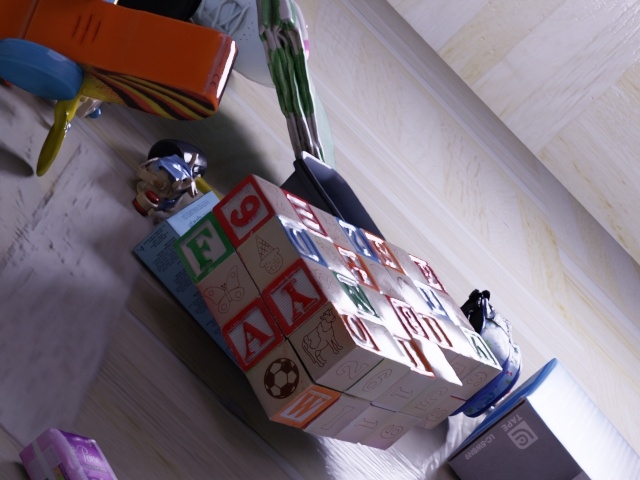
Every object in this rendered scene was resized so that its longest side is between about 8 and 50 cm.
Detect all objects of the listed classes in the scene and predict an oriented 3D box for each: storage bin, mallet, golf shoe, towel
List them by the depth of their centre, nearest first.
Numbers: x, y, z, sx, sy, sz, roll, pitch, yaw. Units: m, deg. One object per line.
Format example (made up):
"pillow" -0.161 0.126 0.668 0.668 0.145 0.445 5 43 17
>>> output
"mallet" -0.073 -0.022 1.582 0.189 0.039 0.062 41 9 8
"storage bin" 0.000 0.000 1.677 0.098 0.091 0.135 27 26 -54
"towel" -0.019 -0.166 1.794 0.248 0.038 0.325 -98 174 -46
"golf shoe" -0.128 -0.285 2.060 0.140 0.115 0.306 12 30 -49

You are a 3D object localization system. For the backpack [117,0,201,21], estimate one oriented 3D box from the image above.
"backpack" -0.196 -0.346 1.762 0.290 0.273 0.355 52 0 -7

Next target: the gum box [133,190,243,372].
"gum box" -0.060 0.049 1.472 0.184 0.041 0.157 49 14 -1

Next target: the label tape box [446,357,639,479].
"label tape box" 0.284 0.287 1.715 0.334 0.106 0.240 50 15 6

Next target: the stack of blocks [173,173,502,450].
"stack of blocks" 0.030 0.073 1.415 0.297 0.087 0.171 24 29 -57

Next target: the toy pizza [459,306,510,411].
"toy pizza" 0.145 0.104 1.941 0.201 0.032 0.201 44 15 -15

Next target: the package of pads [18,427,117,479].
"package of pads" -0.134 0.149 1.016 0.083 0.032 0.050 56 14 29

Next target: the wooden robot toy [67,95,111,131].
"wooden robot toy" -0.212 -0.150 1.514 0.079 0.076 0.173 36 14 0

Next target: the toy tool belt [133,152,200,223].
"toy tool belt" -0.130 -0.052 1.516 0.052 0.051 0.083 46 15 -5

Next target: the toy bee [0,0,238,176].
"toy bee" -0.206 -0.164 1.383 0.298 0.195 0.162 39 -11 7

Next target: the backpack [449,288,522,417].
"backpack" 0.147 0.122 1.756 0.084 0.105 0.114 44 20 -11
